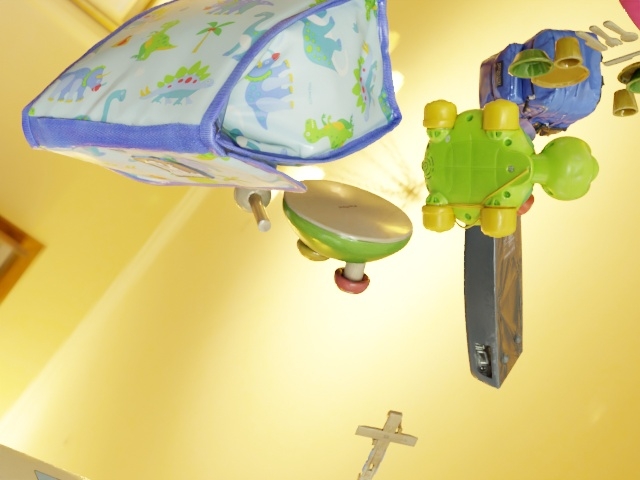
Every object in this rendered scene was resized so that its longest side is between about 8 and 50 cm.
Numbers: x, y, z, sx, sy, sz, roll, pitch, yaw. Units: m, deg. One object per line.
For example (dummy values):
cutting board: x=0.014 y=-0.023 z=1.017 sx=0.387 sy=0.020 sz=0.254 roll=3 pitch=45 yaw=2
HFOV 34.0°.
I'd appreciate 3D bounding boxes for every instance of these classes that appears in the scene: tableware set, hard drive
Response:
tableware set: x=0.229 y=-0.133 z=0.862 sx=0.104 sy=0.154 sz=0.024 roll=-14 pitch=-109 yaw=40
hard drive: x=0.245 y=0.060 z=1.465 sx=0.054 sy=0.255 sz=0.172 roll=2 pitch=-165 yaw=23

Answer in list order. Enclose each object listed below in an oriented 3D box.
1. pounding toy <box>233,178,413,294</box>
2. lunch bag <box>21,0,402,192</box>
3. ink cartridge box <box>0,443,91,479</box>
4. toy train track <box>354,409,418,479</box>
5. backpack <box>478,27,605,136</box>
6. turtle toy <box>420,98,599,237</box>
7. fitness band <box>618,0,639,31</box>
pounding toy: x=0.000 y=0.000 z=1.417 sx=0.183 sy=0.236 sz=0.110 roll=-118 pitch=-140 yaw=-59
lunch bag: x=-0.052 y=-0.073 z=0.522 sx=0.128 sy=0.096 sz=0.151 roll=5 pitch=-158 yaw=36
ink cartridge box: x=-0.171 y=0.191 z=0.507 sx=0.066 sy=0.296 sz=0.261 roll=-48 pitch=-136 yaw=5
toy train track: x=0.044 y=0.158 z=0.803 sx=0.014 sy=0.048 sz=0.083 roll=-91 pitch=-162 yaw=-55
backpack: x=0.220 y=-0.156 z=1.041 sx=0.120 sy=0.101 sz=0.098 roll=167 pitch=-79 yaw=-69
turtle toy: x=0.127 y=-0.051 z=0.733 sx=0.130 sy=0.066 sz=0.095 roll=6 pitch=-82 yaw=38
fitness band: x=0.376 y=-0.197 z=1.046 sx=0.054 sy=0.209 sz=0.291 roll=-35 pitch=178 yaw=27
